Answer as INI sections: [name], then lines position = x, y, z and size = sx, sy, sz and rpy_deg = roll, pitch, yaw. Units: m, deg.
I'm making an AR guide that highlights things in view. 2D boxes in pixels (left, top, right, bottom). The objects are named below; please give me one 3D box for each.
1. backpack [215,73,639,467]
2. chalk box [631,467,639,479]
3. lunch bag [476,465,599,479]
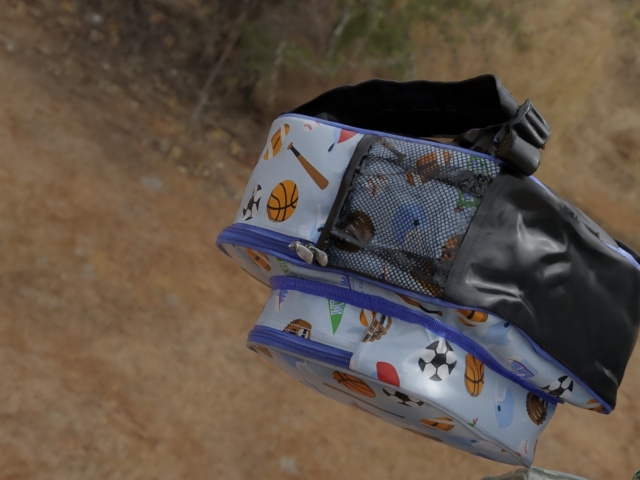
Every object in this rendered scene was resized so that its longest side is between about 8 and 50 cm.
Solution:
[backpack]
position = 0.066, 0.022, 1.036
size = 0.263, 0.213, 0.276
rpy_deg = 26, -11, 42
[chalk box]
position = 0.310, 0.185, 0.949
size = 0.180, 0.179, 0.289
rpy_deg = 51, -13, 23
[lunch bag]
position = 0.254, 0.338, 1.394
size = 0.256, 0.213, 0.305
rpy_deg = 12, -16, -5
